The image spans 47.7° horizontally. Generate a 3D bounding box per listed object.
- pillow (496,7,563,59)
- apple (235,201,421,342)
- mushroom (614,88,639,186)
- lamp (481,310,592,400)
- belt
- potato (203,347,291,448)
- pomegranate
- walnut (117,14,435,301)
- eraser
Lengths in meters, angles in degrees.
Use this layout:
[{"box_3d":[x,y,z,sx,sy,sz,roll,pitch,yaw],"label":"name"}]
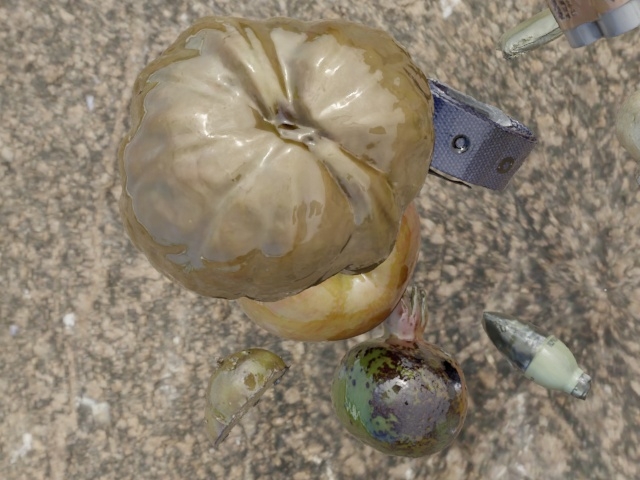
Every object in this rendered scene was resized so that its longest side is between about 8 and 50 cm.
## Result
[{"box_3d":[0.446,-0.423,1.436,0.208,0.119,0.053,-25,117,20],"label":"pillow"},{"box_3d":[0.000,0.000,1.329,0.391,0.346,0.392,-5,112,-12],"label":"apple"},{"box_3d":[0.670,-0.207,1.421,0.189,0.253,0.195,50,130,32],"label":"mushroom"},{"box_3d":[0.419,0.221,1.422,0.250,0.101,0.101,35,99,25],"label":"lamp"},{"box_3d":[0.205,-0.147,1.075,0.126,0.230,0.140,-61,35,22],"label":"belt"},{"box_3d":[-0.137,0.217,1.047,0.089,0.100,0.172,44,97,11],"label":"potato"},{"box_3d":[0.170,0.259,1.475,0.284,0.285,0.341,5,88,22],"label":"pomegranate"},{"box_3d":[-0.046,-0.075,0.679,0.296,0.285,0.285,-40,72,-13],"label":"walnut"},{"box_3d":[0.397,-0.459,1.156,0.087,0.171,0.291,-41,107,-19],"label":"eraser"}]
